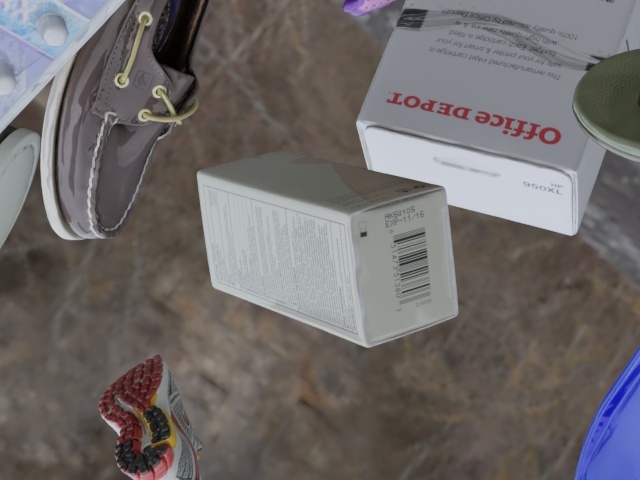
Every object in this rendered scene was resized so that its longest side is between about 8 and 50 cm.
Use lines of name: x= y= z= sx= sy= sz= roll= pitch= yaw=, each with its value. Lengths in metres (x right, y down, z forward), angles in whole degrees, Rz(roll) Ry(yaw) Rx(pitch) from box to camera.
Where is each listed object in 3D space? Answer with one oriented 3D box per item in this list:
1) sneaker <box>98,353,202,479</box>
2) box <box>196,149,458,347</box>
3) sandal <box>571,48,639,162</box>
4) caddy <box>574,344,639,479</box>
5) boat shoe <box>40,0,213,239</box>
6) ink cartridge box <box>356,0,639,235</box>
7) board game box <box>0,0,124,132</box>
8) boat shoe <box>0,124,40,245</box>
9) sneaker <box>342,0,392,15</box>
sneaker: x=-0.181 y=0.209 z=1.766 sx=0.092 sy=0.088 sz=0.225 roll=52 pitch=-170 yaw=-30
box: x=0.000 y=0.000 z=1.710 sx=0.311 sy=0.121 sz=0.148 roll=19 pitch=121 yaw=55
sandal: x=0.340 y=-0.120 z=1.305 sx=0.303 sy=0.120 sz=0.086 roll=11 pitch=151 yaw=41
caddy: x=0.311 y=0.161 z=1.061 sx=0.179 sy=0.241 sz=0.341 roll=12 pitch=132 yaw=-16
boat shoe: x=-0.150 y=-0.151 z=1.361 sx=0.097 sy=0.324 sz=0.116 roll=14 pitch=-179 yaw=21
ink cartridge box: x=0.249 y=-0.235 z=2.084 sx=0.286 sy=0.395 sz=0.166 roll=15 pitch=154 yaw=18
board game box: x=-0.241 y=-0.165 z=0.706 sx=0.390 sy=0.390 sz=0.050 roll=31 pitch=-159 yaw=-44
boat shoe: x=-0.299 y=0.035 z=1.108 sx=0.091 sy=0.305 sz=0.109 roll=36 pitch=-166 yaw=8
sneaker: x=-0.011 y=-0.247 z=1.152 sx=0.236 sy=0.104 sz=0.095 roll=44 pitch=159 yaw=15
